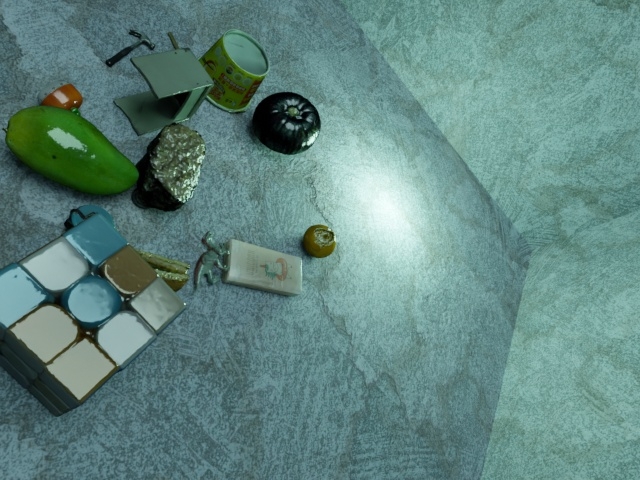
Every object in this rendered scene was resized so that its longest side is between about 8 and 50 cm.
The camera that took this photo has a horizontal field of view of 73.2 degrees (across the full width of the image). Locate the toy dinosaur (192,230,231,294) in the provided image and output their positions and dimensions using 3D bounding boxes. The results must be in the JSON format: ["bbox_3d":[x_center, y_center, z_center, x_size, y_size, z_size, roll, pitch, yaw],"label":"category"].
[{"bbox_3d":[-0.416,0.088,1.562,0.167,0.053,0.242,32,60,8],"label":"toy dinosaur"}]

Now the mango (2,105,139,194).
[{"bbox_3d":[-0.765,-0.275,1.353,0.382,0.201,0.225,27,43,-30],"label":"mango"}]

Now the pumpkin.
[{"bbox_3d":[-0.155,-0.529,1.977,0.315,0.238,0.315,9,59,-16],"label":"pumpkin"}]

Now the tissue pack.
[{"bbox_3d":[-0.223,0.113,1.698,0.325,0.071,0.170,18,60,-33],"label":"tissue pack"}]

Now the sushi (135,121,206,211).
[{"bbox_3d":[-0.534,-0.274,1.553,0.211,0.171,0.350,30,48,-29],"label":"sushi"}]

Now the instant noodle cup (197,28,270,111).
[{"bbox_3d":[-0.376,-0.754,1.899,0.311,0.221,0.311,20,57,-34],"label":"instant noodle cup"}]

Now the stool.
[{"bbox_3d":[-0.586,-0.558,1.616,0.170,0.244,0.270,55,45,-3],"label":"stool"}]

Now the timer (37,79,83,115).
[{"bbox_3d":[-0.859,-0.462,1.444,0.136,0.099,0.136,8,77,-38],"label":"timer"}]

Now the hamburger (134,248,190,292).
[{"bbox_3d":[-0.562,0.109,1.376,0.262,0.131,0.124,21,21,-25],"label":"hamburger"}]

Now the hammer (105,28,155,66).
[{"bbox_3d":[-0.773,-0.763,1.716,0.103,0.029,0.246,42,49,-16],"label":"hammer"}]

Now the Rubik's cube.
[{"bbox_3d":[-0.631,0.199,1.120,0.346,0.347,0.344,51,47,-9],"label":"Rubik's cube"}]

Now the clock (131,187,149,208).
[{"bbox_3d":[-0.627,-0.150,1.530,0.085,0.017,0.085,19,57,-32],"label":"clock"}]

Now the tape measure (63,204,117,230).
[{"bbox_3d":[-0.720,-0.046,1.356,0.146,0.081,0.125,48,36,-11],"label":"tape measure"}]

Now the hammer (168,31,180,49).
[{"bbox_3d":[-0.622,-0.826,1.883,0.062,0.013,0.199,-23,84,-45],"label":"hammer"}]

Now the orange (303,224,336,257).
[{"bbox_3d":[0.000,0.000,1.901,0.155,0.134,0.154,26,47,-32],"label":"orange"}]
